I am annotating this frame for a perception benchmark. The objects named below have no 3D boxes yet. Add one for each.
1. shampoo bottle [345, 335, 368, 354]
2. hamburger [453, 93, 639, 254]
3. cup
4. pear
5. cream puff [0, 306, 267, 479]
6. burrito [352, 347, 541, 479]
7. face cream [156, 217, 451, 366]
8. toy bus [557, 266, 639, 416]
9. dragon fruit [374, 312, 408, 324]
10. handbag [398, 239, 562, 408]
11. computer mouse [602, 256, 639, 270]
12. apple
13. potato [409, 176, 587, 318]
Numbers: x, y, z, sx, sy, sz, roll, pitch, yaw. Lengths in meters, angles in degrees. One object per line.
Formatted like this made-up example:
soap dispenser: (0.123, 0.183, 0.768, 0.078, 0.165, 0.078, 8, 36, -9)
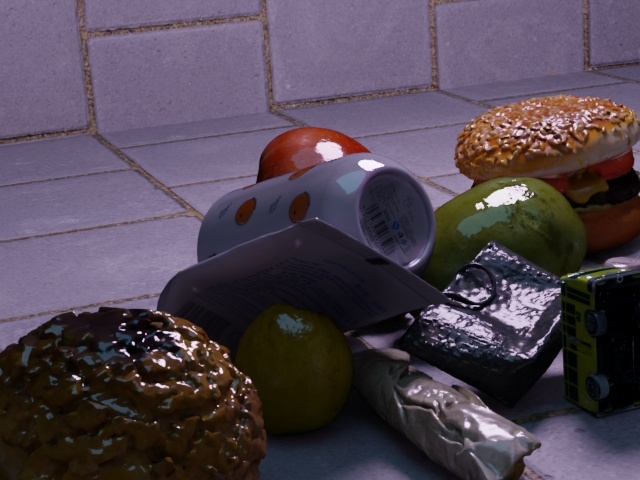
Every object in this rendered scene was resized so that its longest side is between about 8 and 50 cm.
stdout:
shampoo bottle: (0.020, 0.160, 1.898, 0.072, 0.043, 0.099, 8, 19, 34)
hamburger: (0.396, -0.117, 2.418, 0.329, 0.250, 0.330, -3, 15, 1)
cup: (0.000, 0.000, 1.960, 0.212, 0.212, 0.317, -17, 1, -40)
pear: (-0.032, 0.156, 1.723, 0.148, 0.162, 0.149, 6, 9, -1)
cream puff: (-0.221, 0.195, 1.490, 0.327, 0.231, 0.343, 3, 17, 11)
burrito: (0.140, 0.202, 1.658, 0.117, 0.076, 0.392, -7, 15, -23)
face cream: (-0.062, 0.078, 1.815, 0.234, 0.137, 0.420, 32, -34, -32)
toy bus: (0.349, 0.118, 1.730, 0.088, 0.175, 0.101, -9, 14, -21)
dragon fruit: (0.090, 0.083, 2.083, 0.116, 0.081, 0.086, 0, -13, -33)
handbag: (0.228, 0.101, 1.807, 0.175, 0.089, 0.270, 29, 41, 18)
computer mouse: (0.477, 0.051, 2.194, 0.066, 0.039, 0.096, 5, 10, 27)
apple: (-0.006, -0.048, 2.263, 0.216, 0.261, 0.260, 9, 16, 0)
potato: (0.247, 0.022, 2.029, 0.304, 0.216, 0.216, -20, 21, -25)
